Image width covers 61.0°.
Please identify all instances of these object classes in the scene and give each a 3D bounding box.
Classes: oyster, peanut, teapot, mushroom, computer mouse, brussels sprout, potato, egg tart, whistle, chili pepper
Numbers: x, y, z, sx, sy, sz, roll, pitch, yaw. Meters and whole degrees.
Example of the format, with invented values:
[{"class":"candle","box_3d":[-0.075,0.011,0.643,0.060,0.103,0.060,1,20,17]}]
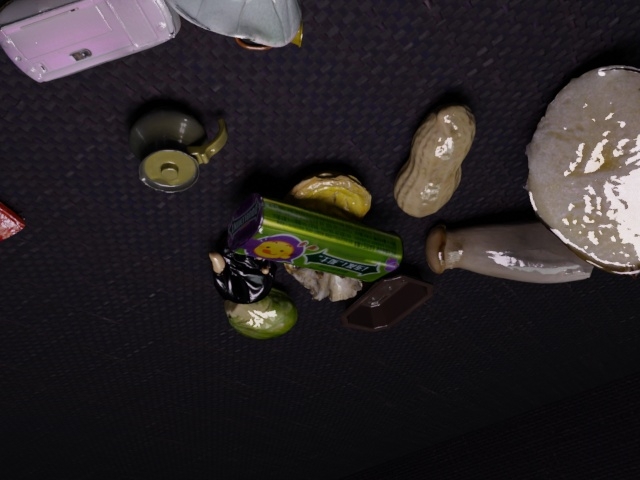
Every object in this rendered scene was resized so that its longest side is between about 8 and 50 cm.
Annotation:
[{"class":"oyster","box_3d":[0.005,0.061,1.264,0.166,0.111,0.341,-20,148,32]},{"class":"peanut","box_3d":[0.222,-0.153,1.041,0.123,0.124,0.257,1,137,-17]},{"class":"teapot","box_3d":[-0.234,-0.156,0.903,0.165,0.119,0.130,-15,144,3]},{"class":"mushroom","box_3d":[0.445,0.027,1.239,0.406,0.154,0.137,-3,156,11]},{"class":"computer mouse","box_3d":[-0.317,-0.298,0.747,0.244,0.056,0.126,-17,144,7]},{"class":"brussels sprout","box_3d":[-0.149,0.176,1.343,0.180,0.161,0.144,26,93,-21]},{"class":"potato","box_3d":[0.599,-0.140,1.079,0.289,0.398,0.295,-21,-177,43]},{"class":"egg tart","box_3d":[0.010,-0.082,1.105,0.191,0.074,0.191,-8,144,-6]},{"class":"whistle","box_3d":[-0.081,-0.315,0.817,0.109,0.057,0.046,1,98,-2]},{"class":"chili pepper","box_3d":[-0.614,-0.071,0.965,0.088,0.065,0.169,-16,139,4]}]

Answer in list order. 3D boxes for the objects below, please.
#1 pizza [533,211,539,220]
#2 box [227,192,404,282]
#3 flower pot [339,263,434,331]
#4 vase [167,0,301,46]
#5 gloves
[{"class":"pizza","box_3d":[0.657,-0.062,1.302,0.287,0.075,0.280,-28,140,24]},{"class":"box","box_3d":[0.000,0.000,1.076,0.345,0.097,0.134,14,148,-33]},{"class":"flower pot","box_3d":[0.165,0.140,1.432,0.178,0.084,0.251,17,134,-32]},{"class":"vase","box_3d":[-0.029,-0.416,0.538,0.249,0.250,0.445,8,143,-24]},{"class":"gloves","box_3d":[-0.168,0.048,1.198,0.164,0.124,0.204,-13,127,-29]}]
